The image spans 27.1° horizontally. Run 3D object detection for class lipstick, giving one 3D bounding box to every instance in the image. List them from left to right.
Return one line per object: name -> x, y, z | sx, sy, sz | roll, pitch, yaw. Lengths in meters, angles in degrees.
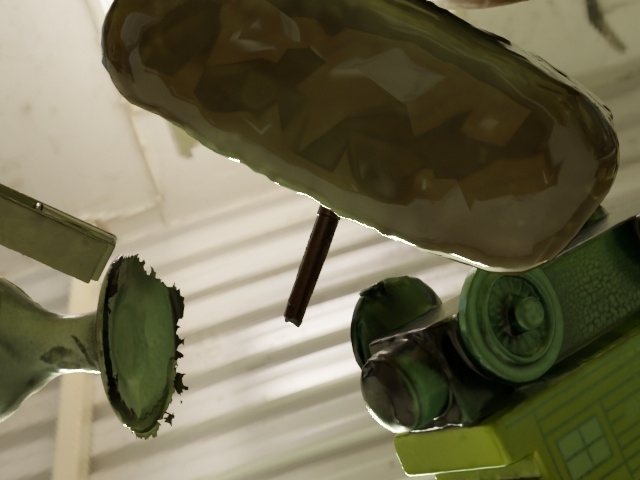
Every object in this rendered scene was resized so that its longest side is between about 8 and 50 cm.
lipstick -> 0.000, 0.000, 1.304 | 0.027, 0.027, 0.177 | 13, -99, 41

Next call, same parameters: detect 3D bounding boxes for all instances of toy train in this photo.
toy train -> 0.225, 0.105, 1.112 | 0.442, 0.272, 0.179 | -24, -178, -37

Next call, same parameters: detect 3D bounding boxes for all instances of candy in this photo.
candy -> 0.019, -0.068, 0.607 | 0.234, 0.102, 0.104 | 29, -167, 2

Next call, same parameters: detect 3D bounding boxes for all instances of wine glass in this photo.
wine glass -> -0.317, 0.102, 1.238 | 0.357, 0.191, 0.190 | -5, -148, 12

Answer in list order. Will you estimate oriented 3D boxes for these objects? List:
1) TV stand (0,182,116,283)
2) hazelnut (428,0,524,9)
TV stand -> -0.268, -0.035, 0.982 | 0.036, 0.249, 0.042 | -61, -162, 9
hazelnut -> 0.091, -0.261, 0.750 | 0.217, 0.217, 0.252 | -2, -114, 24
